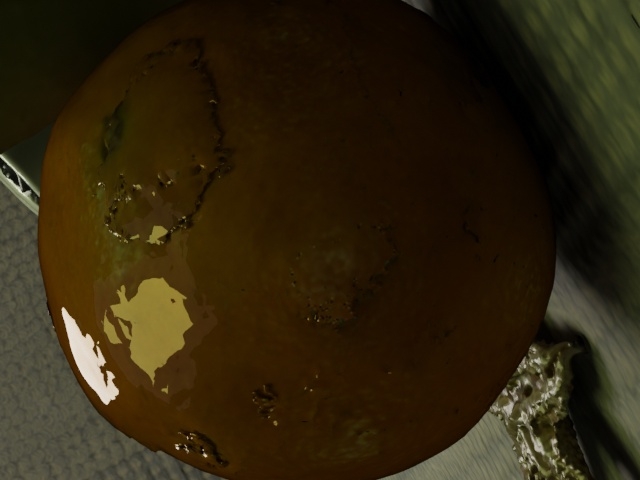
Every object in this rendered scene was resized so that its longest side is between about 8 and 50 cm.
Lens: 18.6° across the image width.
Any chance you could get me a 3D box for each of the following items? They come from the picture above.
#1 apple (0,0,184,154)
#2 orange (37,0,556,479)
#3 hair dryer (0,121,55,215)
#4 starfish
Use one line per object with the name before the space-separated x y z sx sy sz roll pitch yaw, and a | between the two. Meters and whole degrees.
apple | -0.231 -0.182 1.034 0.311 0.360 0.320 38 147 -12
orange | -0.013 -0.001 0.914 0.246 0.246 0.246 60 171 15
hair dryer | -0.116 -0.037 1.706 0.362 0.203 0.128 44 167 4
starfish | 0.105 0.078 1.100 0.295 0.048 0.231 61 172 13
